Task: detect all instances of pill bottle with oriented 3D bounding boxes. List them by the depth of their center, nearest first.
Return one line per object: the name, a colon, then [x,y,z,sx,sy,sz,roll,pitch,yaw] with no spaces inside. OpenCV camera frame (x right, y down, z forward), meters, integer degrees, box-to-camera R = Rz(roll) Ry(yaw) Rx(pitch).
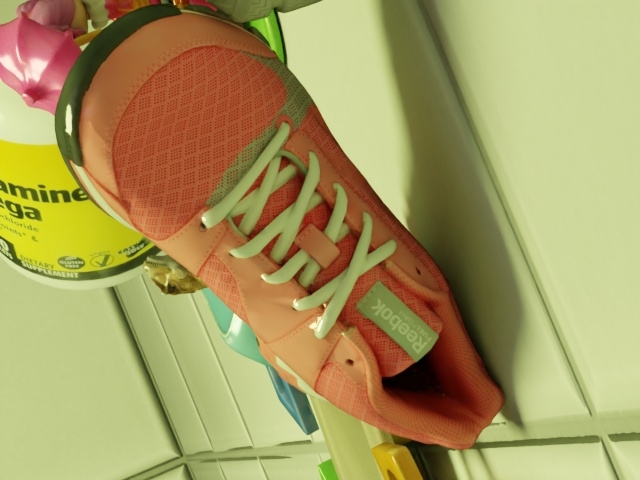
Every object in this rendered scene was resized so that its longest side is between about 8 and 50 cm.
pill bottle: [-0.200,-0.116,1.521,0.334,0.188,0.188,87,158,-59]

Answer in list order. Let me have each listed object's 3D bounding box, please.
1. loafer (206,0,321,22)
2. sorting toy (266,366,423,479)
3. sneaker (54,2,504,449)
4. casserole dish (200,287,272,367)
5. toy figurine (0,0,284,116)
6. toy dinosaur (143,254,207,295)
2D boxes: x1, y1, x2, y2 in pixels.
loafer: [-0.071,-0.207,0.973,0.319,0.112,0.111,39,145,53]
sorting toy: [0.040,0.139,1.259,0.196,0.047,0.347,67,170,-14]
sneaker: [0.001,0.000,0.941,0.136,0.116,0.314,34,171,44]
casserole dish: [-0.050,0.008,1.301,0.188,0.037,0.114,-120,41,-64]
toy figurine: [-0.128,-0.141,1.208,0.173,0.159,0.130,-123,15,-46]
toy dinosaur: [-0.019,-0.010,1.183,0.211,0.064,0.112,-9,90,44]
